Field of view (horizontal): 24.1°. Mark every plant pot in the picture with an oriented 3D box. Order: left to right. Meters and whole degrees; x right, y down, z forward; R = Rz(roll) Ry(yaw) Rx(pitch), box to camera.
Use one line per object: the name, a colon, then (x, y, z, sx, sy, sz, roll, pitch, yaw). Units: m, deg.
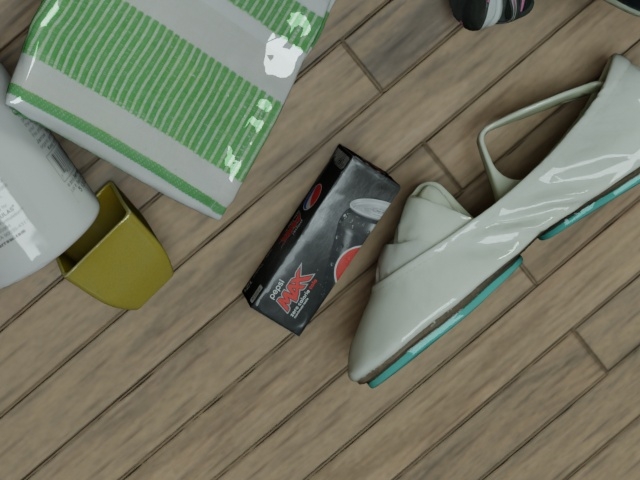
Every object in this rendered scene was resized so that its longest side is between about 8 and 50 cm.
plant pot: (-0.177, 0.014, 1.326, 0.081, 0.081, 0.083, -44, 120, 2)

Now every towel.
towel: (-0.096, -0.204, 1.252, 0.248, 0.038, 0.325, 29, 90, -35)

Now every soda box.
soda box: (0.000, 0.000, 1.372, 0.060, 0.053, 0.169, 32, 97, -18)

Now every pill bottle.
pill bottle: (-0.298, -0.082, 1.243, 0.131, 0.131, 0.229, -34, 109, -2)

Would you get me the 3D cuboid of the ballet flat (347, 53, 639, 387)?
ballet flat: (0.159, -0.029, 1.374, 0.400, 0.139, 0.139, -37, 109, -5)

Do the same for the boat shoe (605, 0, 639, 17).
boat shoe: (0.139, -0.333, 1.194, 0.500, 0.156, 0.186, 26, 83, -11)

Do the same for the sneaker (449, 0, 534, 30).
sneaker: (0.157, -0.277, 1.333, 0.077, 0.072, 0.178, -7, 106, -34)
